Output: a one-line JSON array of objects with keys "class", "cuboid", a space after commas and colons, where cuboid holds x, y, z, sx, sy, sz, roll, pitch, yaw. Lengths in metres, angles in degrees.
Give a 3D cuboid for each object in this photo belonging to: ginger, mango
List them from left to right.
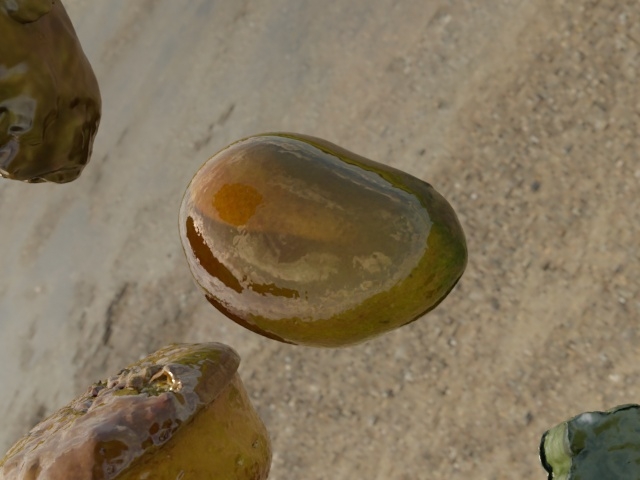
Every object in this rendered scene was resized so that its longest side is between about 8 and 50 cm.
[{"class": "ginger", "cuboid": [-0.269, -0.158, 0.775, 0.165, 0.321, 0.172, -52, -2, -32]}, {"class": "mango", "cuboid": [-0.004, 0.005, 0.930, 0.221, 0.120, 0.152, 24, 92, 25]}]

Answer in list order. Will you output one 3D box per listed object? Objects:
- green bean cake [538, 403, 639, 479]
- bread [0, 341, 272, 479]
[{"class": "green bean cake", "cuboid": [0.381, 0.294, 1.393, 0.132, 0.255, 0.241, 122, 135, -73]}, {"class": "bread", "cuboid": [-0.189, 0.225, 1.280, 0.312, 0.172, 0.312, -32, 8, 5]}]
